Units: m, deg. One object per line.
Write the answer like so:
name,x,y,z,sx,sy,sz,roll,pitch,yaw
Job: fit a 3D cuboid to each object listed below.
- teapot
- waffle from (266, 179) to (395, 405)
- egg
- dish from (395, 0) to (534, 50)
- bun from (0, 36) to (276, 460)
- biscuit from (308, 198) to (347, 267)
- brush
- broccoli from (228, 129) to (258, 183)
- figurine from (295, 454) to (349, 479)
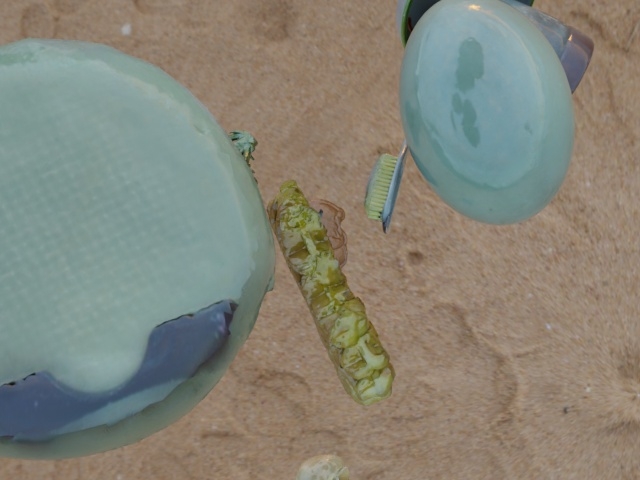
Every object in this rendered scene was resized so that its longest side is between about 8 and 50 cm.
teapot,0.347,-0.360,1.642,0.312,0.315,0.233,28,120,-3
waffle,0.006,0.053,0.885,0.056,0.249,0.253,-23,90,-5
egg,0.271,-0.212,1.360,0.276,0.276,0.389,-18,99,17
dish,0.282,-0.513,1.708,0.324,0.324,0.124,-39,53,10
bun,-0.189,0.010,0.604,0.293,0.187,0.293,3,81,-18
biscuit,0.000,0.000,1.301,0.019,0.102,0.130,-7,81,60
brush,0.131,-0.152,1.499,0.060,0.068,0.297,14,68,11
broccoli,-0.162,-0.139,1.458,0.120,0.131,0.130,-48,42,-11
figurine,0.021,0.498,1.589,0.196,0.108,0.114,-127,36,-54
